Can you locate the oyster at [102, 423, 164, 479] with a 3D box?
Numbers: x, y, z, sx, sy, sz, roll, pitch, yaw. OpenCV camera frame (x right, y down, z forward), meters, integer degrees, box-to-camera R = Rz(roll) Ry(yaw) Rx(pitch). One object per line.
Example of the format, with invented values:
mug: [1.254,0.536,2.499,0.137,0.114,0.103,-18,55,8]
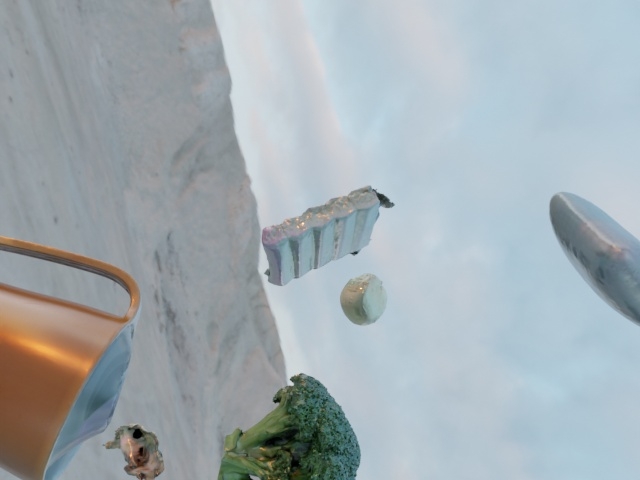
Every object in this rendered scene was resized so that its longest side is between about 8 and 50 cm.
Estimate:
oyster: [-0.299,0.333,0.965,0.200,0.061,0.106,15,-80,53]

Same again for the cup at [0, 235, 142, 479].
cup: [-0.319,0.103,0.600,0.182,0.264,0.226,124,-10,-65]

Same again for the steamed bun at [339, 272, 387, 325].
steamed bun: [0.100,0.147,1.403,0.090,0.130,0.112,-12,-64,35]

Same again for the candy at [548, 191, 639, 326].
candy: [0.331,0.022,0.668,0.138,0.071,0.174,46,16,-19]

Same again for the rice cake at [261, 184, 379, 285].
rice cake: [0.000,0.000,0.830,0.037,0.189,0.198,62,-17,16]

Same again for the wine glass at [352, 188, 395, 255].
wine glass: [0.104,-0.044,1.373,0.072,0.155,0.072,33,-19,13]

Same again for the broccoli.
broccoli: [-0.051,0.402,1.114,0.308,0.275,0.308,-172,-90,-79]
